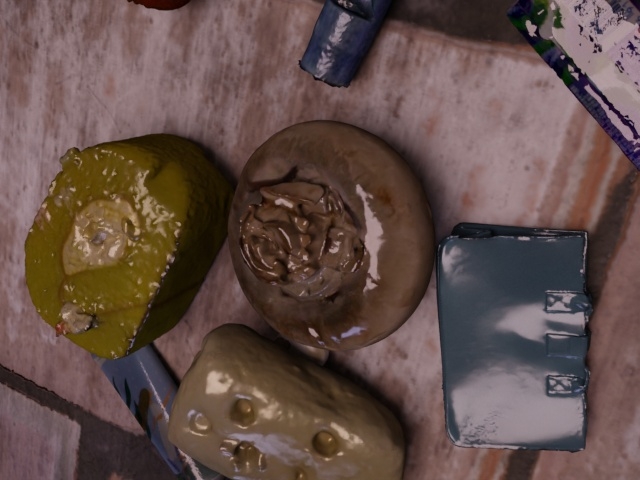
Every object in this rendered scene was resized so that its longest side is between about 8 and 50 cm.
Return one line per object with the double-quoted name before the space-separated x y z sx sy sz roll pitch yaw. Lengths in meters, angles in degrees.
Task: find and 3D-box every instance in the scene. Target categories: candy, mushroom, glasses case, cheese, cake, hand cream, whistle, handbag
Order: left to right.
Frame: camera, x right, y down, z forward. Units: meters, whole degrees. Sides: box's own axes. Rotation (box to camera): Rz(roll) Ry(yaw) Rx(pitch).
"cake" -0.220 -0.003 0.943 0.179 0.156 0.260 34 115 9
"hand cream" -0.198 0.216 1.044 0.091 0.058 0.271 -44 76 26
"glasses case" -0.046 0.164 0.951 0.063 0.041 0.164 36 116 11
"cheese" -0.031 0.209 0.892 0.263 0.093 0.159 27 118 -2
"mushroom" 0.000 0.000 0.802 0.226 0.178 0.226 12 112 31
"whistle" 0.065 -0.287 0.764 0.062 0.062 0.304 35 117 16
"handbag" 0.188 0.096 0.805 0.144 0.057 0.221 3 104 23
"candy" 0.285 -0.107 0.693 0.088 0.061 0.312 -41 82 31

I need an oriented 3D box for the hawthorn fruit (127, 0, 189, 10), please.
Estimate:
"hawthorn fruit" -0.171 -0.298 0.858 0.128 0.128 0.128 8 107 26
